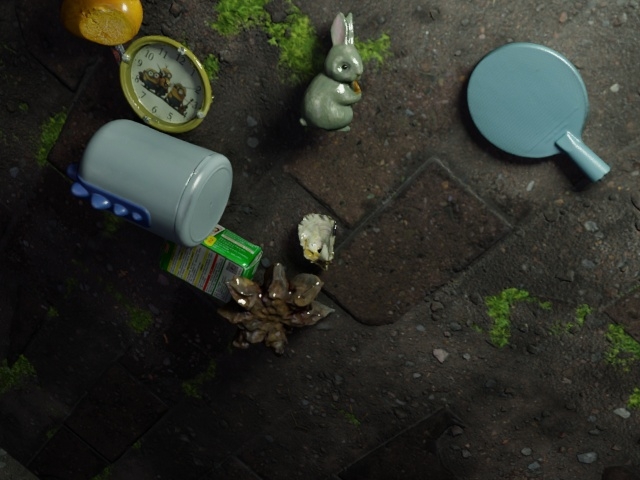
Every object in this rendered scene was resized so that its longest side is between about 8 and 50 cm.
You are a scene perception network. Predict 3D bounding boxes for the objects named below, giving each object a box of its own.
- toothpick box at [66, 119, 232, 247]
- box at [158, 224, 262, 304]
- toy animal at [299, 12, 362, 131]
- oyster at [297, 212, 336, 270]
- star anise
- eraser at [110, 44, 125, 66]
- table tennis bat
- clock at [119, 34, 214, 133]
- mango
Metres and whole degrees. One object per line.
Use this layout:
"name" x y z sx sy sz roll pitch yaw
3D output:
"toothpick box" -0.421 -0.143 1.604 0.354 0.263 0.263 23 126 11
"box" -0.290 0.049 1.761 0.250 0.103 0.180 29 127 2
"toy animal" 0.034 -0.333 1.377 0.108 0.138 0.236 48 139 34
"oyster" 0.000 0.000 1.639 0.121 0.045 0.146 -34 95 38
"star anise" -0.116 0.184 1.717 0.315 0.108 0.315 -4 120 -6
"eraser" -0.482 -0.456 1.591 0.027 0.019 0.099 -9 116 27
"table tennis bat" 0.431 -0.240 1.311 0.329 0.044 0.215 43 125 -2
"clock" -0.355 -0.366 1.568 0.237 0.057 0.237 10 124 16
"mango" -0.496 -0.513 1.515 0.217 0.102 0.141 -2 138 25
